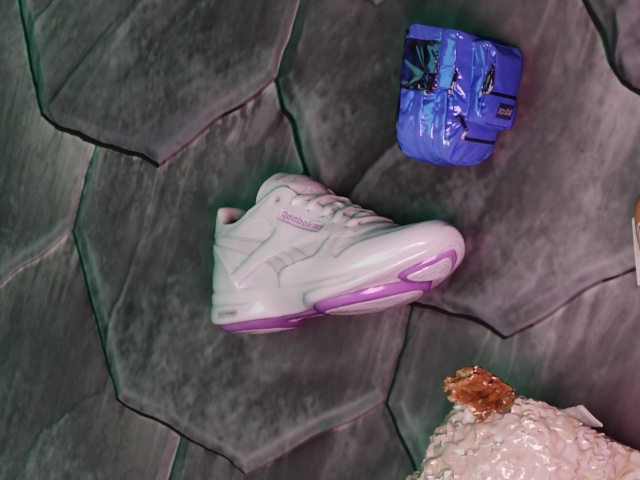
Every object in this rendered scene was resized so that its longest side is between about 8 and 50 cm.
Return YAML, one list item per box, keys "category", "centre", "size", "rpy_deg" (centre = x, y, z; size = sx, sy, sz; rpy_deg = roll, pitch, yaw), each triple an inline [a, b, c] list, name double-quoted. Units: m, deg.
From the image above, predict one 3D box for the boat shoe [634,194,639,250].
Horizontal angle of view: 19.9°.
- category: "boat shoe"
  centre: [0.324, 0.092, 1.379]
  size: [0.120, 0.123, 0.324]
  rpy_deg: [-17, 86, 50]

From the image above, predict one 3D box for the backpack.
- category: "backpack"
  centre: [0.120, -0.124, 1.616]
  size: [0.101, 0.098, 0.120]
  rpy_deg: [14, 96, 39]

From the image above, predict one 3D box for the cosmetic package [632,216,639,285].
- category: "cosmetic package"
  centre: [0.310, 0.003, 1.464]
  size: [0.115, 0.041, 0.060]
  rpy_deg: [-12, 79, 42]

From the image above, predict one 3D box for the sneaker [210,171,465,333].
- category: "sneaker"
  centre: [0.000, 0.000, 1.705]
  size: [0.305, 0.114, 0.152]
  rpy_deg: [-12, 79, 42]

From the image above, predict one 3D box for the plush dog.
- category: "plush dog"
  centre: [0.131, 0.238, 1.467]
  size: [0.262, 0.210, 0.225]
  rpy_deg: [14, 74, 42]
